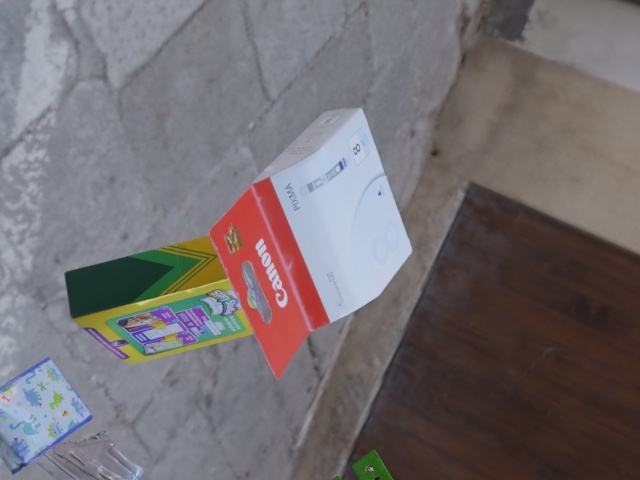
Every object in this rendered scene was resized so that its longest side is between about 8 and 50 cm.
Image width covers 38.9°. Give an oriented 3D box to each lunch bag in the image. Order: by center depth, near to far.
[{"bbox_3d":[-0.457,0.275,1.444,0.151,0.128,0.096,-37,-178,-40],"label":"lunch bag"}]

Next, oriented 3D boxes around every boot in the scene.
[{"bbox_3d":[-0.456,0.413,1.739,0.123,0.258,0.095,-52,157,-19],"label":"boot"}]

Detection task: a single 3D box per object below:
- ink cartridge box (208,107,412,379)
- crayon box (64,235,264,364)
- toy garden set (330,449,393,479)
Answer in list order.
[{"bbox_3d":[0.000,0.000,1.525,0.385,0.091,0.308,-51,129,-42],"label":"ink cartridge box"},{"bbox_3d":[-0.295,0.125,1.821,0.363,0.313,0.106,75,0,-68],"label":"crayon box"},{"bbox_3d":[0.029,0.454,1.323,0.244,0.204,0.049,-35,125,-1],"label":"toy garden set"}]
